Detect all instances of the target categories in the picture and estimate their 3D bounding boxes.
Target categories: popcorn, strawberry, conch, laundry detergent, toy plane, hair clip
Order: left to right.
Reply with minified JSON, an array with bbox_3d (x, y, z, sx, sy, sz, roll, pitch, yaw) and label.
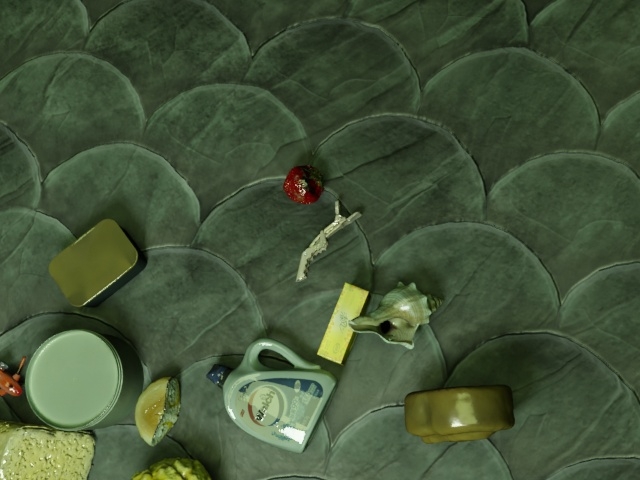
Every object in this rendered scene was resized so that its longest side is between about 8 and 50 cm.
[{"bbox_3d":[-0.780,0.306,1.778,0.126,0.077,0.194,-32,67,-9],"label":"toy plane"},{"bbox_3d":[-0.329,0.605,1.596,0.236,0.206,0.252,-20,88,-13],"label":"popcorn"},{"bbox_3d":[-0.121,0.337,1.673,0.280,0.105,0.215,26,83,13],"label":"laundry detergent"},{"bbox_3d":[-0.045,-0.131,1.773,0.106,0.106,0.106,-1,78,7],"label":"strawberry"},{"bbox_3d":[0.000,0.000,1.766,0.072,0.034,0.226,40,87,17],"label":"hair clip"},{"bbox_3d":[0.179,0.177,1.673,0.234,0.114,0.137,-33,92,-13],"label":"conch"}]

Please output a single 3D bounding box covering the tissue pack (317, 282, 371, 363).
[{"bbox_3d":[0.057,0.192,1.685,0.062,0.095,0.176,21,81,11],"label":"tissue pack"}]

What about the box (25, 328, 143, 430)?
[{"bbox_3d":[-0.543,0.322,1.703,0.226,0.149,0.226,-2,77,7],"label":"box"}]

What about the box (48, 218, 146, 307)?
[{"bbox_3d":[-0.534,0.060,1.788,0.201,0.090,0.144,-39,76,-3],"label":"box"}]

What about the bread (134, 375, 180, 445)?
[{"bbox_3d":[-0.382,0.394,1.702,0.094,0.083,0.157,-2,76,9],"label":"bread"}]

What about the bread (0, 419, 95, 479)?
[{"bbox_3d":[-0.717,0.541,1.722,0.315,0.279,0.249,-3,72,50],"label":"bread"}]

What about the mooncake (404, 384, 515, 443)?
[{"bbox_3d":[0.304,0.366,1.561,0.234,0.235,0.117,-6,74,6],"label":"mooncake"}]
